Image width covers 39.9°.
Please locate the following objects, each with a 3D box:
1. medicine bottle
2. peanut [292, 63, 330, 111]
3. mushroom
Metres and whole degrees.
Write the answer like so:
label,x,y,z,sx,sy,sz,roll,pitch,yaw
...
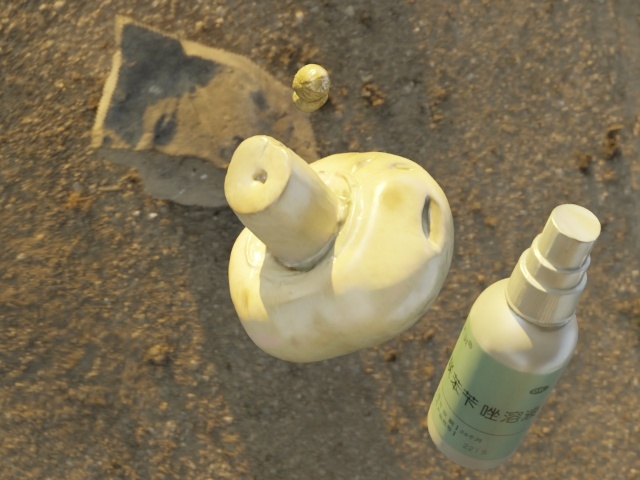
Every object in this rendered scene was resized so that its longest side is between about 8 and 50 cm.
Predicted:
label,x,y,z,sx,sy,sz,roll,pitch,yaw
medicine bottle,0.201,0.104,0.904,0.110,0.351,0.110,6,46,-6
peanut,-0.008,-0.146,0.855,0.037,0.083,0.037,1,75,-5
mushroom,0.011,0.024,1.298,0.353,0.353,0.325,4,97,-34
